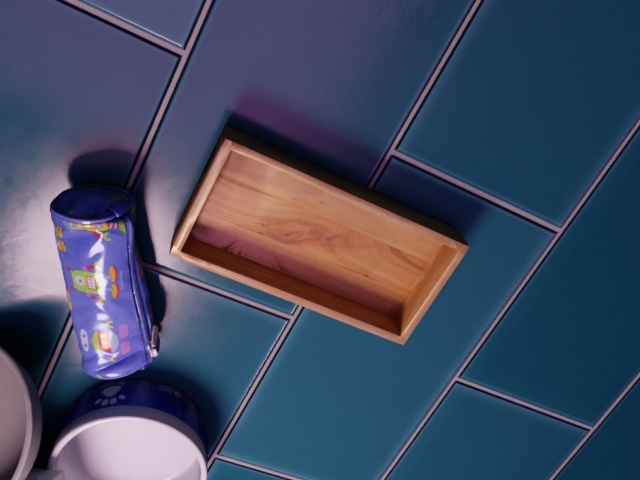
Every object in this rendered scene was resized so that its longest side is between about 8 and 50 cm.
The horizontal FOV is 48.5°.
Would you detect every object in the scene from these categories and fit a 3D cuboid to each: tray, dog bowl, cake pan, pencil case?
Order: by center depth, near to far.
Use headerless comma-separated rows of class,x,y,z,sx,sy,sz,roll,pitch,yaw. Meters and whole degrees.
pencil case,-0.316,0.069,1.068,0.133,0.119,0.306,7,119,16
cake pan,-0.553,0.296,1.100,0.293,0.293,0.054,-30,159,9
tray,0.000,0.000,1.101,0.411,0.076,0.202,23,113,-17
dog bowl,-0.330,0.375,1.238,0.265,0.104,0.264,-3,118,-6

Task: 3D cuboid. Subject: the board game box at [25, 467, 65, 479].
board game box,-0.522,0.528,1.178,0.224,0.097,0.303,-1,102,19
